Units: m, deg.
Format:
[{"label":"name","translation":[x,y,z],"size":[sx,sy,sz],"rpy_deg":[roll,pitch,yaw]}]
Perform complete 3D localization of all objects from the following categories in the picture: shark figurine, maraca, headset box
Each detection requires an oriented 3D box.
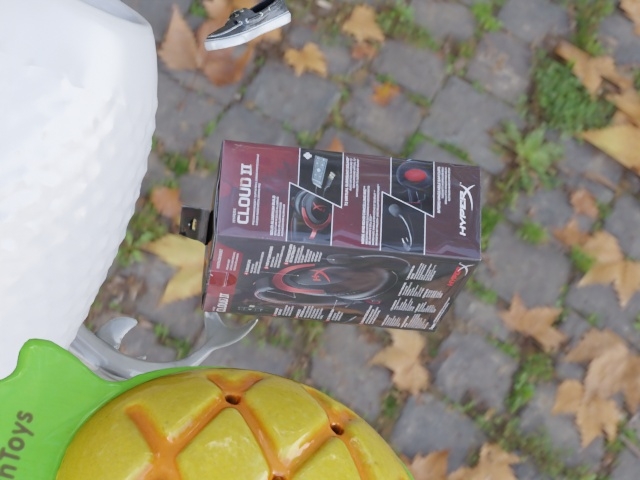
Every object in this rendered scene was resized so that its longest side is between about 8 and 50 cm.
[{"label":"shark figurine","translation":[-0.225,0.157,1.771],"size":[0.278,0.116,0.166],"rpy_deg":[4,93,-25]},{"label":"maraca","translation":[-0.047,0.097,0.484],"size":[0.186,0.099,0.127],"rpy_deg":[17,50,-10]},{"label":"headset box","translation":[0.000,0.000,1.444],"size":[0.293,0.218,0.110],"rpy_deg":[5,66,-6]}]

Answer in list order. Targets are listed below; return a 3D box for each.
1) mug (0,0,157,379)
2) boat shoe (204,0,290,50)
[{"label":"mug","translation":[-0.314,-0.077,1.035],"size":[0.374,0.328,0.276],"rpy_deg":[30,10,4]},{"label":"boat shoe","translation":[-0.097,-0.279,1.782],"size":[0.142,0.049,0.040],"rpy_deg":[-30,112,-39]}]
